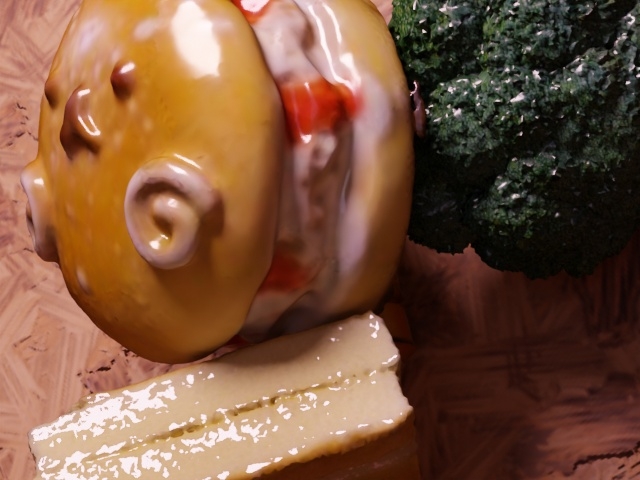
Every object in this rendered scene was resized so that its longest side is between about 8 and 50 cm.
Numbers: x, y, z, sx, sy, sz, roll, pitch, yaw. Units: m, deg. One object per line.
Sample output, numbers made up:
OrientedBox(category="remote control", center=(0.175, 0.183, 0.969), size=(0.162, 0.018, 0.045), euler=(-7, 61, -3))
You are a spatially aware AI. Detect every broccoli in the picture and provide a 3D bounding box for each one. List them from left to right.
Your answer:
OrientedBox(category="broccoli", center=(0.138, -0.112, 1.097), size=(0.270, 0.270, 0.270), euler=(-46, 33, 2))

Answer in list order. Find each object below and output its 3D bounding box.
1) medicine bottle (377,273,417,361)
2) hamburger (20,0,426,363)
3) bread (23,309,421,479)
OrientedBox(category="medicine bottle", center=(0.000, 0.000, 1.175), size=(0.096, 0.096, 0.192), euler=(-21, 69, 13))
OrientedBox(category="hamburger", center=(-0.076, -0.072, 1.043), size=(0.261, 0.186, 0.303), euler=(23, 106, 53))
OrientedBox(category="bread", center=(-0.054, 0.190, 1.031), size=(0.246, 0.239, 0.111), euler=(-15, 42, -7))
